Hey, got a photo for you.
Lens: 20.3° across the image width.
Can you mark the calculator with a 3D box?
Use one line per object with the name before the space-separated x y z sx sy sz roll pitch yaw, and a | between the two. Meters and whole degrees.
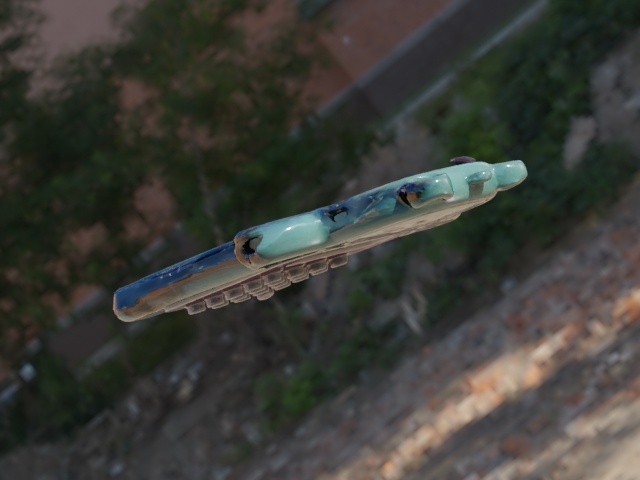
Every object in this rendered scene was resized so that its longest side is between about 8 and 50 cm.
calculator | 0.000 0.000 0.552 0.094 0.019 0.141 -13 -7 -46
